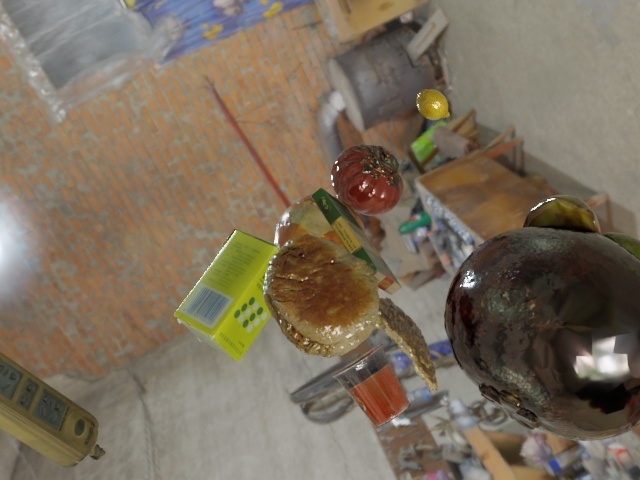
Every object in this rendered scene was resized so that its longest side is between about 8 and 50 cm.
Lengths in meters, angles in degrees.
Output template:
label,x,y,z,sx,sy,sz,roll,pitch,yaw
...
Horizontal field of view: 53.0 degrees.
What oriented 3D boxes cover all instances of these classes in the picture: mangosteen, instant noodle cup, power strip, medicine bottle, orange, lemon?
label,x,y,z,sx,sy,sz,roll,pitch,yaw
mangosteen,0.337,0.110,0.896,0.330,0.330,0.330,64,179,3
instant noodle cup,0.111,0.300,1.312,0.135,0.127,0.127,57,178,8
power strip,-0.486,0.254,1.029,0.387,0.066,0.092,51,-156,-33
medicine bottle,-0.183,0.117,1.408,0.141,0.250,0.137,22,158,36
orange,0.000,0.000,1.651,0.240,0.240,0.240,64,179,3
lemon,0.256,-0.306,1.450,0.092,0.065,0.065,34,-171,-19

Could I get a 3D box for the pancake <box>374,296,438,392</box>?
label,x,y,z,sx,sy,sz,roll,pitch,yaw
pancake,0.195,0.245,1.485,0.244,0.057,0.266,66,-160,13

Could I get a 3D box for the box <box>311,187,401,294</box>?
label,x,y,z,sx,sy,sz,roll,pitch,yaw
box,0.073,0.002,1.323,0.235,0.034,0.132,57,-167,29

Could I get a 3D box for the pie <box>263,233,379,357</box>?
label,x,y,z,sx,sy,sz,roll,pitch,yaw
pie,0.000,0.074,0.943,0.193,0.163,0.079,45,162,24

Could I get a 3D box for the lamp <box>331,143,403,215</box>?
label,x,y,z,sx,sy,sz,roll,pitch,yaw
lamp,0.141,-0.181,1.879,0.227,0.227,0.227,64,179,3
